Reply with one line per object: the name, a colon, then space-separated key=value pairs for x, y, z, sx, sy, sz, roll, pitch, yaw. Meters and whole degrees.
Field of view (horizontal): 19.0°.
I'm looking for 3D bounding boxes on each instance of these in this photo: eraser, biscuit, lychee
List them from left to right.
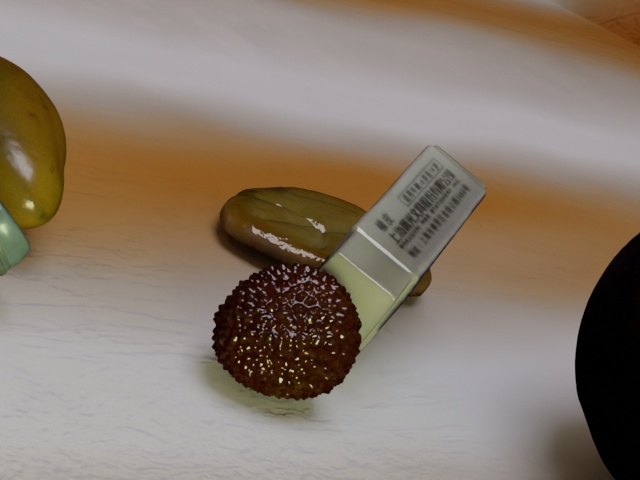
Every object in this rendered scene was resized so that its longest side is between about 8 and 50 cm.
lychee: x=-0.032 y=0.081 z=1.646 sx=0.129 sy=0.123 sz=0.123 roll=-25 pitch=52 yaw=-37
biscuit: x=0.003 y=-0.004 z=1.967 sx=0.260 sy=0.041 sz=0.203 roll=8 pitch=29 yaw=-44
eraser: x=0.060 y=0.017 z=1.816 sx=0.081 sy=0.124 sz=0.279 roll=40 pitch=33 yaw=1

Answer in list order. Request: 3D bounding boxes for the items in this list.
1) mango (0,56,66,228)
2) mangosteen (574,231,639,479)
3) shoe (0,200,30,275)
mango: x=-0.289 y=-0.089 z=1.717 sx=0.138 sy=0.113 sz=0.253 roll=33 pitch=13 yaw=-41
mangosteen: x=0.429 y=0.078 z=1.754 sx=0.382 sy=0.435 sz=0.382 roll=10 pitch=-1 yaw=0
shoe: x=-0.341 y=-0.036 z=1.589 sx=0.100 sy=0.103 sz=0.251 roll=-35 pitch=44 yaw=-24
